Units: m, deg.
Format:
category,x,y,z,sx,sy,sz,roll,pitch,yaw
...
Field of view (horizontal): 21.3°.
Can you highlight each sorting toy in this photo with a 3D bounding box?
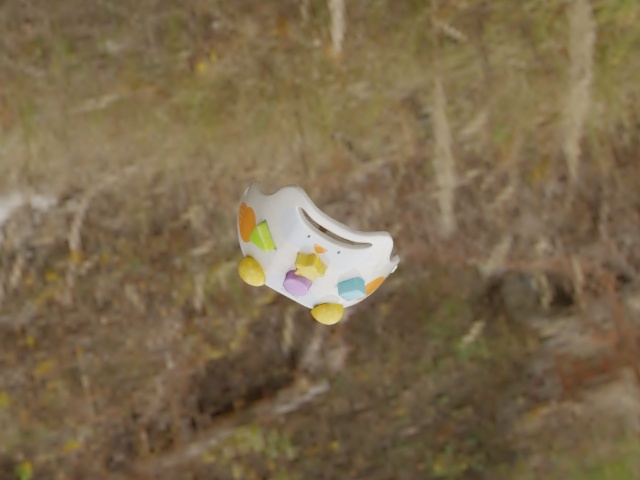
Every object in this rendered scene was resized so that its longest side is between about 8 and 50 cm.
category,x,y,z,sx,sy,sz,roll,pitch,yaw
sorting toy,0.000,0.000,0.807,0.083,0.045,0.075,28,154,-5
